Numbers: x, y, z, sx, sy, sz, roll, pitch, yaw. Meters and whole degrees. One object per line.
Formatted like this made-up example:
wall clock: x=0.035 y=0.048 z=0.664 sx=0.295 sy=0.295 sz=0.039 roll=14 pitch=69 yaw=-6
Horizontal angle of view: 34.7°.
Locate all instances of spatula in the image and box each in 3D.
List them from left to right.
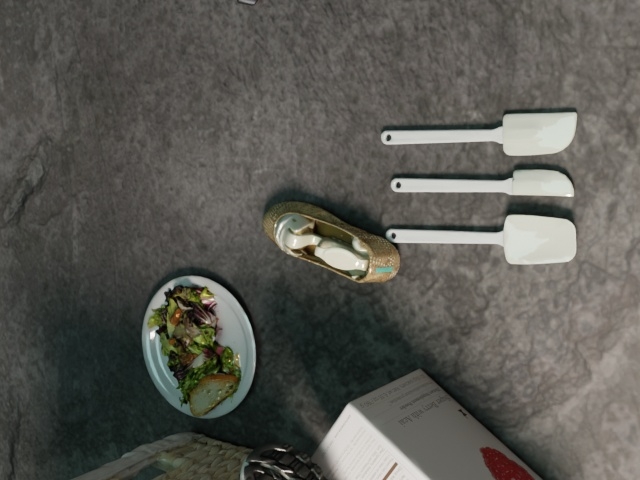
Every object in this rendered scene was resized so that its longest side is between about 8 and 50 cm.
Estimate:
spatula: x=0.176 y=-0.059 z=1.177 sx=0.242 sy=0.019 sz=0.168 roll=1 pitch=97 yaw=32

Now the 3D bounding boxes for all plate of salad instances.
plate of salad: x=-0.175 y=0.148 z=1.403 sx=0.199 sy=0.048 sz=0.200 roll=5 pitch=98 yaw=32

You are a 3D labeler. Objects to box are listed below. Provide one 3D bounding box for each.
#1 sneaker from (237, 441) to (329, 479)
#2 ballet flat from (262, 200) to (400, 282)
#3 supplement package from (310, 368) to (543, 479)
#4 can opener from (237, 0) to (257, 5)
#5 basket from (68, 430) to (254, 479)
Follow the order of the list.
sneaker: x=0.006 y=0.340 z=1.090 sx=0.271 sy=0.100 sz=0.108 roll=52 pitch=146 yaw=12
ballet flat: x=0.000 y=0.000 z=1.265 sx=0.206 sy=0.067 sz=0.073 roll=17 pitch=106 yaw=30
supplement package: x=0.137 y=0.318 z=1.152 sx=0.293 sy=0.177 sz=0.175 roll=42 pitch=116 yaw=21
can opener: x=-0.090 y=-0.394 z=1.290 sx=0.059 sy=0.073 sz=0.186 roll=-136 pitch=60 yaw=-64
basket: x=-0.155 y=0.442 z=1.267 sx=0.266 sy=0.328 sz=0.331 roll=2 pitch=96 yaw=28
